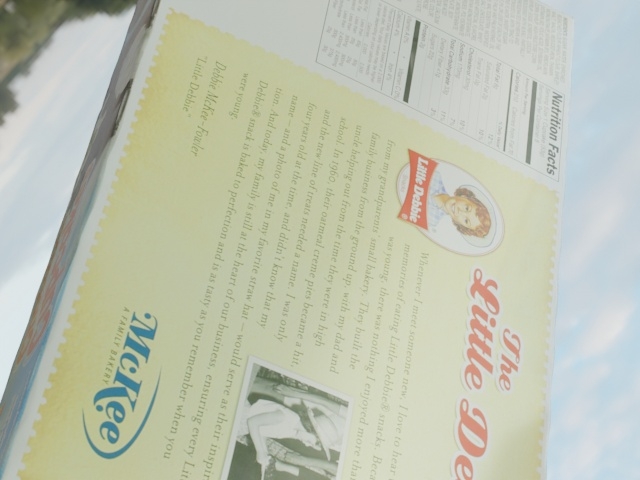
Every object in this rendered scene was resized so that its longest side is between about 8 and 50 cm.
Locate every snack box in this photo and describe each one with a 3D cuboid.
[{"bbox_3d":[0.000,0.000,0.535,0.060,0.187,0.322,-48,-156,48],"label":"snack box"}]
